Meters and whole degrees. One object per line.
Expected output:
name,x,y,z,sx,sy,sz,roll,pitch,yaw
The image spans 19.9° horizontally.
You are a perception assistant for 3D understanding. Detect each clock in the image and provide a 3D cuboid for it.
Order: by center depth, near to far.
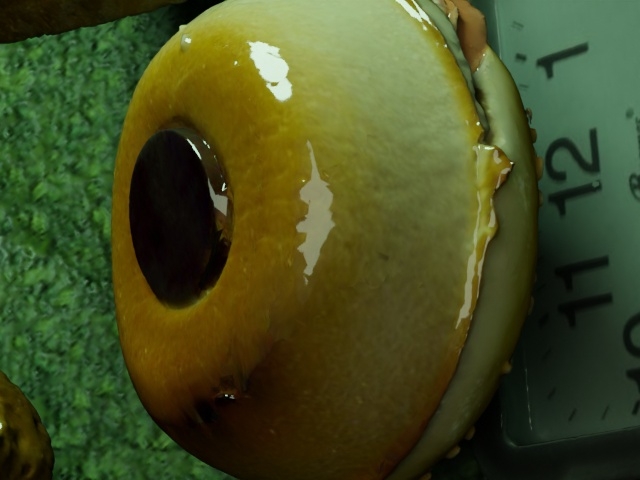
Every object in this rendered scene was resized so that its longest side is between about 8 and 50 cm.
clock,0.169,-0.045,0.729,0.279,0.049,0.273,-16,71,43

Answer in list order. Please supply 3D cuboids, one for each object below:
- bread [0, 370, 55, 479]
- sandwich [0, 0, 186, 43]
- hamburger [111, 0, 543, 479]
bread,-0.224,0.150,0.831,0.247,0.135,0.232,31,86,24
sandwich,-0.075,-0.190,0.834,0.186,0.065,0.214,-10,42,21
hamburger,0.002,0.000,0.747,0.237,0.147,0.236,-10,78,59
